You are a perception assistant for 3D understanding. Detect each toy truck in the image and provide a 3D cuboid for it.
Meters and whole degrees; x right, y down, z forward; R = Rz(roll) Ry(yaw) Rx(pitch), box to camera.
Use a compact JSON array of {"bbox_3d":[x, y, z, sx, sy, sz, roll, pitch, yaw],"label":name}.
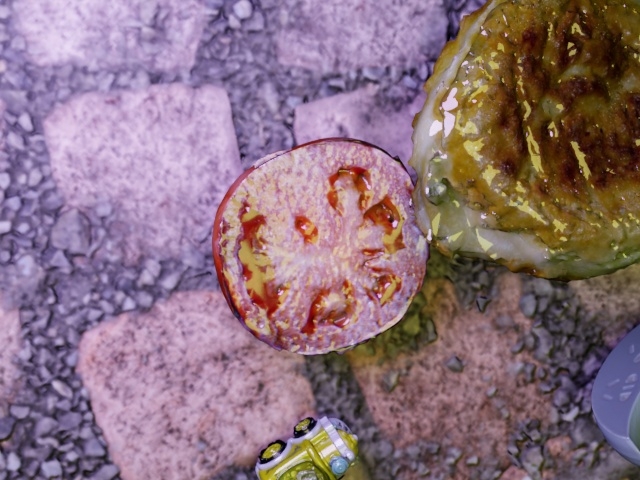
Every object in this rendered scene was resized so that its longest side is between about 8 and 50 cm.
[{"bbox_3d":[-0.008,0.235,1.287,0.111,0.077,0.076,-36,106,-2],"label":"toy truck"}]

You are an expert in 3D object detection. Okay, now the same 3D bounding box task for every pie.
[{"bbox_3d":[0.242,-0.117,1.225,0.288,0.103,0.354,33,81,-16],"label":"pie"}]

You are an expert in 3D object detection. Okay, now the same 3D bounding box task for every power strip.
[{"bbox_3d":[0.386,0.123,1.289,0.253,0.167,0.054,-40,112,-4],"label":"power strip"}]

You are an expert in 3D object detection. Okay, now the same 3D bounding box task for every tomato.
[{"bbox_3d":[-0.002,0.001,1.237,0.225,0.085,0.225,-2,99,-14],"label":"tomato"}]
